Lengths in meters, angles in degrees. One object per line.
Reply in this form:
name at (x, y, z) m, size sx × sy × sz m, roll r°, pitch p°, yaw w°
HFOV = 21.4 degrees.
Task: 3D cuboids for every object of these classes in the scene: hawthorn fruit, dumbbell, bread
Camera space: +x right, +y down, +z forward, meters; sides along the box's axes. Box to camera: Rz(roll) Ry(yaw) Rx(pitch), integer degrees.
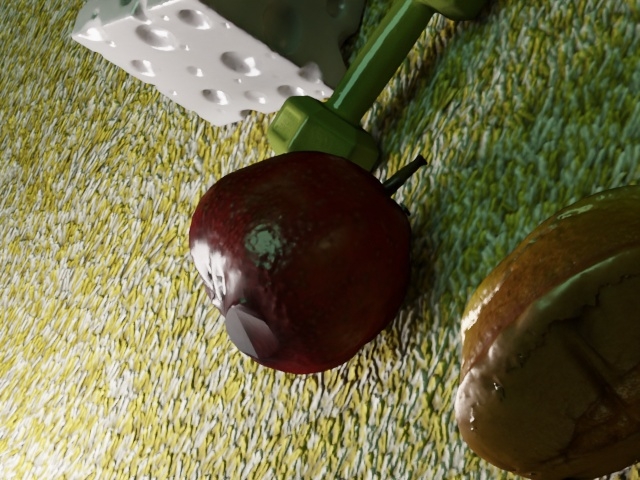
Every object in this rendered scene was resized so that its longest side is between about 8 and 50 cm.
hawthorn fruit at (0.000, 0.000, 1.688) m, size 0.266 × 0.210 × 0.230 m, roll -42°, pitch 30°, yaw 1°
dumbbell at (0.065, -0.197, 1.821) m, size 0.302 × 0.108 × 0.121 m, roll -55°, pitch 34°, yaw 8°
bread at (0.223, 0.081, 1.344) m, size 0.270 × 0.195 × 0.142 m, roll -43°, pitch 31°, yaw 31°

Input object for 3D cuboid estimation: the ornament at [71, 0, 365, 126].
ornament at (-0.107, -0.308, 2.008) m, size 0.240 × 0.239 × 0.239 m, roll -10°, pitch 58°, yaw 49°
